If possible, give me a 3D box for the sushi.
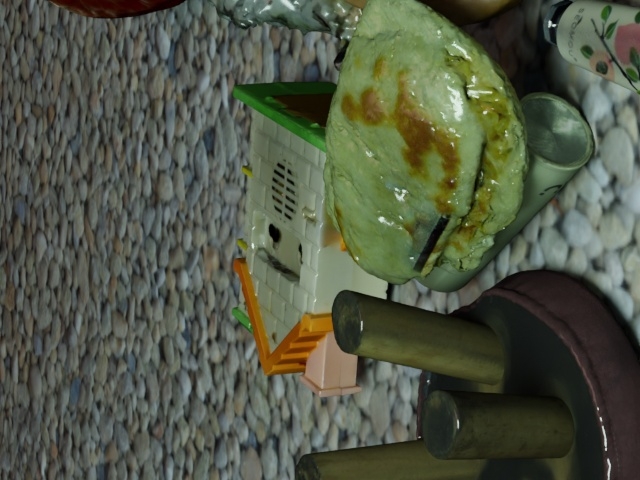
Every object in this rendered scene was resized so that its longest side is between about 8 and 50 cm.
[{"bbox_3d":[0.002,-0.250,1.658,0.274,0.184,0.139,40,125,55],"label":"sushi"}]

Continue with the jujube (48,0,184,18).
[{"bbox_3d":[-0.216,-0.347,2.041,0.318,0.223,0.223,9,98,53],"label":"jujube"}]

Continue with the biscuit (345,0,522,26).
[{"bbox_3d":[0.092,-0.360,1.454,0.359,0.074,0.381,30,111,18],"label":"biscuit"}]

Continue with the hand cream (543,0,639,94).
[{"bbox_3d":[0.245,-0.129,1.360,0.234,0.050,0.080,29,112,52],"label":"hand cream"}]

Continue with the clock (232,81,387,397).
[{"bbox_3d":[0.000,0.000,1.762,0.220,0.106,0.255,-144,54,-58],"label":"clock"}]

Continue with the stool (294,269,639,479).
[{"bbox_3d":[0.114,0.160,1.457,0.272,0.178,0.272,7,98,62],"label":"stool"}]

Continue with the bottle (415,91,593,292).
[{"bbox_3d":[0.138,-0.035,1.525,0.201,0.072,0.072,-51,47,50],"label":"bottle"}]

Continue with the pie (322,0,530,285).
[{"bbox_3d":[0.068,-0.070,1.467,0.201,0.090,0.248,46,141,29],"label":"pie"}]
